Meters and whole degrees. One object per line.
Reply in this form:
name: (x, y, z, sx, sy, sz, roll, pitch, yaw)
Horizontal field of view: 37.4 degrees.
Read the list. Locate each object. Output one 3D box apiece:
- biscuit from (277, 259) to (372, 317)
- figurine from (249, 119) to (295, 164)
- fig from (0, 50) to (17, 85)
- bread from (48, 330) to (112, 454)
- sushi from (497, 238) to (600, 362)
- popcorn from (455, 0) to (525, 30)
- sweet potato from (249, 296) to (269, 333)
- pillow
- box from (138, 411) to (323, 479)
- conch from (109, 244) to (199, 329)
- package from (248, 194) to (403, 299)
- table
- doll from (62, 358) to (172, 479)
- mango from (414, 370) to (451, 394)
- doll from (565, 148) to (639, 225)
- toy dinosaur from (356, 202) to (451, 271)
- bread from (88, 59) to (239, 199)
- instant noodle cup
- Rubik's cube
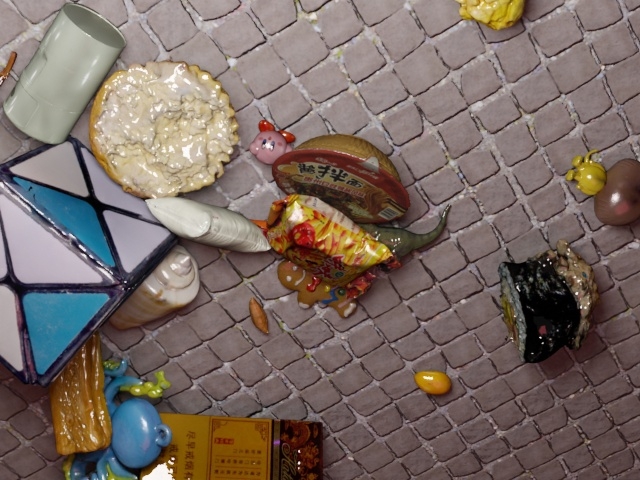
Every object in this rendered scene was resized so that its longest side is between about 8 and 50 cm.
biscuit: (0.001, 0.095, 2.021, 0.205, 0.031, 0.138, 24, 117, -19)
figurine: (-0.093, -0.179, 1.810, 0.083, 0.071, 0.067, 19, 160, -9)
fig: (-0.607, -0.246, 1.672, 0.201, 0.133, 0.146, -28, 131, 0)
bread: (-0.515, 0.312, 1.985, 0.139, 0.077, 0.270, -13, 84, 20)
sushi: (0.498, 0.135, 2.006, 0.219, 0.225, 0.238, -12, 156, -10)
popcorn: (0.293, -0.448, 1.651, 0.152, 0.148, 0.167, -3, 111, 35)
sweet potato: (-0.135, 0.161, 2.044, 0.034, 0.034, 0.095, -17, 112, 4)
pillow: (-0.208, -0.029, 1.790, 0.144, 0.254, 0.078, 16, 89, 26)
box: (-0.199, 0.533, 2.131, 0.416, 0.264, 0.116, 5, 156, -11)
conch: (-0.349, 0.109, 1.926, 0.158, 0.127, 0.255, 30, 115, -24)
package: (0.003, -0.001, 1.866, 0.288, 0.108, 0.223, 29, 156, -14)
table: (-0.449, -0.290, 1.658, 0.126, 0.126, 0.220, 30, 114, -24)
doll: (-0.440, 0.430, 2.052, 0.341, 0.345, 0.099, -6, 173, 40)
mango: (0.259, 0.327, 2.195, 0.089, 0.046, 0.060, 20, 116, -5)
doll: (0.600, -0.117, 1.935, 0.145, 0.096, 0.188, -42, 91, -9)
toy dinosaur: (0.157, -0.030, 1.927, 0.187, 0.087, 0.179, 31, 115, -25)
bread: (-0.284, -0.208, 1.720, 0.274, 0.149, 0.274, -3, 117, -6)
instant noodle cup: (0.049, -0.134, 1.810, 0.274, 0.090, 0.274, 14, 155, 7)
Rubik's cube: (-0.478, 0.029, 1.704, 0.310, 0.307, 0.305, 44, 109, -5)
